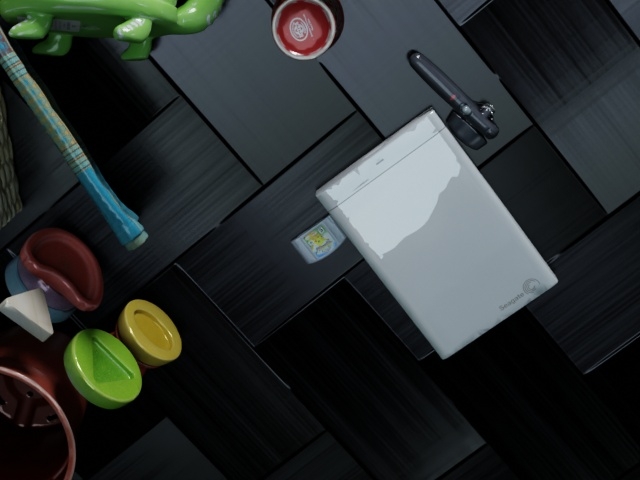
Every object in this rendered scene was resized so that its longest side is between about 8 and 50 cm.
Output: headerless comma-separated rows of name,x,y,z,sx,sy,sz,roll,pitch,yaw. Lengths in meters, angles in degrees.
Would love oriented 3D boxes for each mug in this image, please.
mug,-0.037,-0.330,1.516,0.150,0.169,0.113,34,105,-9

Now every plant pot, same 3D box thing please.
plant pot,-0.495,0.273,1.655,0.273,0.265,0.272,1,106,2

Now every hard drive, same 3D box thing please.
hard drive,0.190,-0.006,1.670,0.233,0.047,0.353,-36,103,11

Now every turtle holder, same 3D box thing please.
turtle holder,-0.299,-0.387,1.470,0.320,0.243,0.227,1,91,16

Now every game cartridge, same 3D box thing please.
game cartridge,0.000,0.000,1.692,0.083,0.017,0.056,-36,106,11

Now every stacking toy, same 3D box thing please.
stacking toy,-0.394,0.150,1.620,0.130,0.279,0.309,-40,103,23

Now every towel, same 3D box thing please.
towel,-0.377,-0.156,1.529,0.040,0.271,0.370,-33,102,-7

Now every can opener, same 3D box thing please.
can opener,0.206,-0.222,1.599,0.073,0.059,0.186,-43,101,8

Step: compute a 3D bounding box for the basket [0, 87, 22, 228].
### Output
basket,-0.624,-0.149,1.508,0.267,0.328,0.331,-6,106,-1
